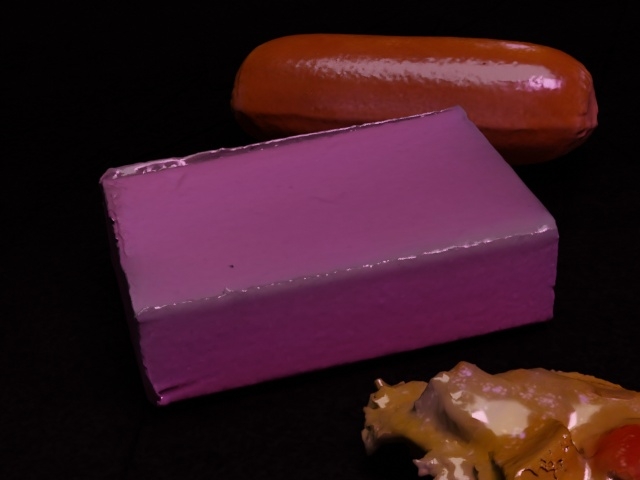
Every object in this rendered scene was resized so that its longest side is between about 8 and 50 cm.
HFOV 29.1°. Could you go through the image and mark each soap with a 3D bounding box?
[{"bbox_3d":[0.000,0.002,0.782,0.259,0.081,0.181,-11,33,-13],"label":"soap"}]

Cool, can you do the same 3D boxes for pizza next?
[{"bbox_3d":[0.131,0.121,0.581,0.287,0.075,0.280,18,38,32],"label":"pizza"}]

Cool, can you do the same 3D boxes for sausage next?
[{"bbox_3d":[0.069,-0.105,0.927,0.274,0.105,0.105,4,33,14],"label":"sausage"}]
